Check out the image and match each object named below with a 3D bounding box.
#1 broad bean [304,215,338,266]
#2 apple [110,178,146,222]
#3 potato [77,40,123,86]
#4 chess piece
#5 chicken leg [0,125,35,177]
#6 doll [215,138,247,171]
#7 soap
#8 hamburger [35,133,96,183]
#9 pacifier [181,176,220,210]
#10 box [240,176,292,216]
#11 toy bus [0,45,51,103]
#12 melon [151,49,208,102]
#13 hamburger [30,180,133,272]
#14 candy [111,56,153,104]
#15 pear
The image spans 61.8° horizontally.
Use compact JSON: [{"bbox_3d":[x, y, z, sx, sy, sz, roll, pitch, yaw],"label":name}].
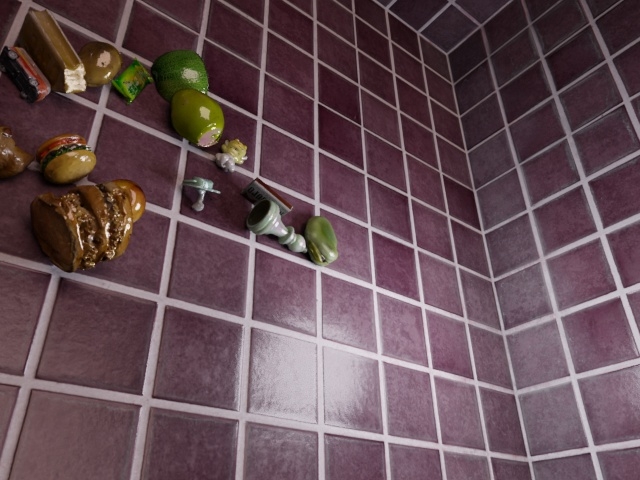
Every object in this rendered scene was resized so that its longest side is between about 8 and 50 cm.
[{"bbox_3d":[0.000,0.000,2.151,0.169,0.100,0.228,42,31,-26],"label":"broad bean"},{"bbox_3d":[-0.604,-0.120,1.635,0.146,0.146,0.146,22,52,-32],"label":"apple"},{"bbox_3d":[-0.747,-0.597,1.801,0.137,0.137,0.176,36,48,-21],"label":"potato"},{"bbox_3d":[-0.141,-0.030,2.025,0.271,0.139,0.139,39,44,-33],"label":"chess piece"},{"bbox_3d":[-0.898,-0.200,1.406,0.295,0.182,0.410,11,61,-57],"label":"chicken leg"},{"bbox_3d":[-0.342,-0.327,2.055,0.106,0.062,0.162,39,46,-12],"label":"doll"},{"bbox_3d":[-0.834,-0.566,1.675,0.080,0.160,0.258,-30,86,-46],"label":"soap"},{"bbox_3d":[-0.743,-0.236,1.564,0.162,0.162,0.115,-23,77,-48],"label":"hamburger"},{"bbox_3d":[-0.427,-0.162,1.864,0.150,0.126,0.117,5,100,-70],"label":"pacifier"},{"bbox_3d":[-0.205,-0.152,2.032,0.177,0.115,0.036,39,50,-17],"label":"box"},{"bbox_3d":[-0.903,-0.508,1.641,0.174,0.079,0.077,53,32,-4],"label":"toy bus"},{"bbox_3d":[-0.533,-0.630,2.021,0.169,0.129,0.265,-12,74,-43],"label":"melon"},{"bbox_3d":[-0.640,-0.041,1.458,0.211,0.260,0.245,-15,69,-50],"label":"hamburger"},{"bbox_3d":[-0.667,-0.569,1.901,0.102,0.032,0.178,63,31,-36],"label":"candy"},{"bbox_3d":[-0.452,-0.460,1.955,0.187,0.187,0.220,-14,66,-46],"label":"pear"}]
